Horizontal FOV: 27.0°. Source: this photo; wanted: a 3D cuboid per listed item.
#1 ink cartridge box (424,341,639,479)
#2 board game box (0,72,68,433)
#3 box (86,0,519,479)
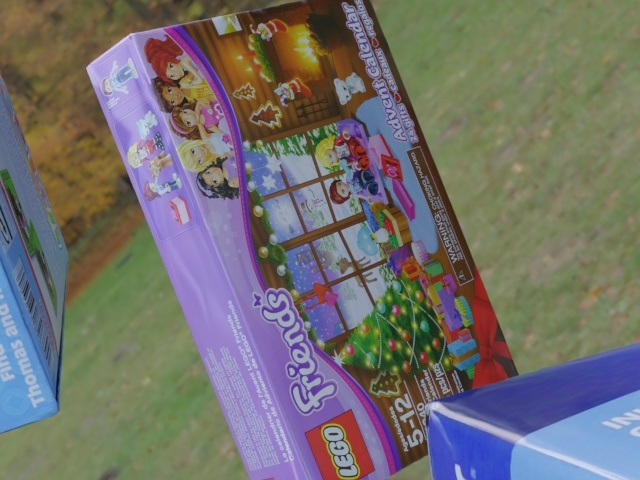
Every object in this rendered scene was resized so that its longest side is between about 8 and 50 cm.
[{"bbox_3d":[0.207,0.096,0.314,0.270,0.151,0.395,-12,7,-22],"label":"ink cartridge box"},{"bbox_3d":[-0.123,-0.042,0.421,0.039,0.160,0.211,-20,12,-5],"label":"board game box"},{"bbox_3d":[0.000,0.000,0.824,0.201,0.293,0.057,-21,-1,-43],"label":"box"}]
